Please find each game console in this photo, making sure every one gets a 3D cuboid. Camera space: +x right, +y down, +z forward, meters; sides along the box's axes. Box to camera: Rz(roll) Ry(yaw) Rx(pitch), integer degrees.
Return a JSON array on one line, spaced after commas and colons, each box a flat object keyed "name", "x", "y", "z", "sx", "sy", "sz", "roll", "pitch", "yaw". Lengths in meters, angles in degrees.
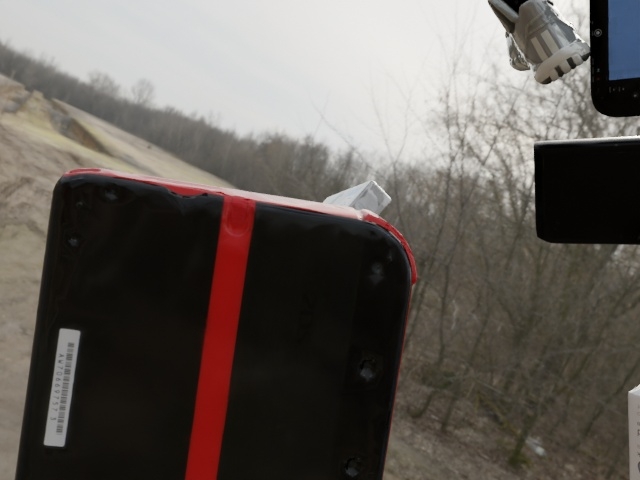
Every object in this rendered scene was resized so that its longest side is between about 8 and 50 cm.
[{"name": "game console", "x": 0.360, "y": -0.166, "z": 0.727, "sx": 0.213, "sy": 0.362, "sz": 0.044, "roll": 0, "pitch": 20, "yaw": 26}, {"name": "game console", "x": -0.092, "y": 0.145, "z": 0.578, "sx": 0.341, "sy": 0.387, "sz": 0.060, "roll": 8, "pitch": 1, "yaw": -9}]

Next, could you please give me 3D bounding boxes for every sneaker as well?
[{"name": "sneaker", "x": 0.252, "y": -0.276, "z": 0.748, "sx": 0.132, "sy": 0.086, "sz": 0.229, "roll": 51, "pitch": 18, "yaw": -14}]

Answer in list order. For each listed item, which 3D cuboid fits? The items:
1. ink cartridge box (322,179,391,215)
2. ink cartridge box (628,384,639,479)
[{"name": "ink cartridge box", "x": 0.000, "y": 0.000, "z": 1.338, "sx": 0.066, "sy": 0.261, "sz": 0.296, "roll": 44, "pitch": -15, "yaw": -10}, {"name": "ink cartridge box", "x": 0.401, "y": 0.263, "z": 0.586, "sx": 0.100, "sy": 0.238, "sz": 0.171, "roll": -12, "pitch": 11, "yaw": -36}]
